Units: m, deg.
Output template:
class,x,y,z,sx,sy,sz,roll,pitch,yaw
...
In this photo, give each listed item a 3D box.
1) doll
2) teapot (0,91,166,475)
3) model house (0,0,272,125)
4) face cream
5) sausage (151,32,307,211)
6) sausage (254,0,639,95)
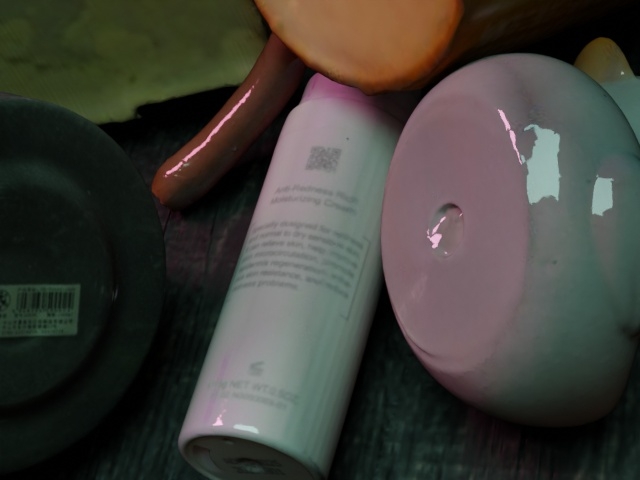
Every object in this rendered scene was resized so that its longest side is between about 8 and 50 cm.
class,x,y,z,sx,sy,sz,roll,pitch,yaw
doll,0.159,-0.008,0.888,0.221,0.221,0.251,-2,80,13
teapot,-0.273,0.054,0.939,0.239,0.239,0.321,12,79,51
model house,-0.195,-0.257,1.092,0.321,0.261,0.266,-11,42,9
face cream,0.000,0.000,0.956,0.102,0.102,0.345,6,56,19
sausage,-0.061,-0.092,1.037,0.177,0.047,0.040,-48,24,14
sausage,0.112,-0.242,0.963,0.287,0.233,0.233,-23,47,-36
